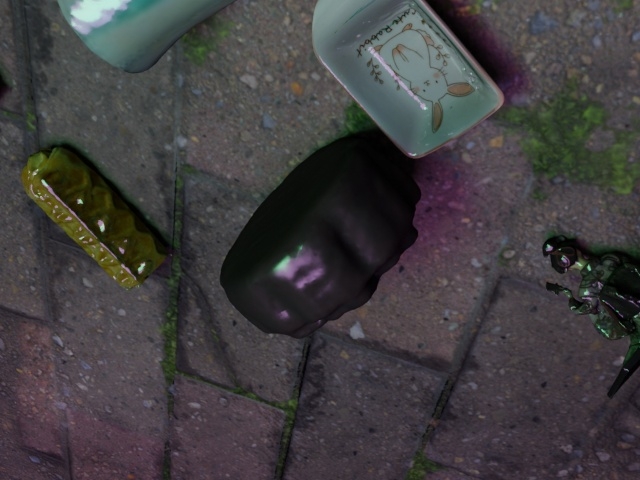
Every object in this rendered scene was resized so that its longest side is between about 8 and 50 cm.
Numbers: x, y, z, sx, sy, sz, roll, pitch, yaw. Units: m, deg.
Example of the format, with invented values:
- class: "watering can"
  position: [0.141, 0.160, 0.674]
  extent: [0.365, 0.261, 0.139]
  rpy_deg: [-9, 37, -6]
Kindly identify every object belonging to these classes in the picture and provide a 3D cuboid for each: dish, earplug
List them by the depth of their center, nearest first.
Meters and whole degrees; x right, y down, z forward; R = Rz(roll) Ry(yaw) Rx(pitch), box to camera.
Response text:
- class: "earplug"
  position: [-0.122, -0.335, 0.928]
  extent: [0.324, 0.185, 0.185]
  rpy_deg: [-19, 119, 26]
- class: "dish"
  position: [0.099, -0.223, 0.990]
  extent: [0.234, 0.064, 0.154]
  rpy_deg: [44, 131, -18]

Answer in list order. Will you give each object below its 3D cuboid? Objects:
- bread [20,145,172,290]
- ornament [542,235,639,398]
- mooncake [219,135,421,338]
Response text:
- class: "bread"
  position: [-0.362, -0.038, 1.323]
  extent: [0.098, 0.087, 0.269]
  rpy_deg: [-24, 117, 37]
- class: "ornament"
  position: [0.376, 0.071, 1.110]
  extent: [0.196, 0.166, 0.153]
  rpy_deg: [43, 170, 22]
- class: "mooncake"
  position: [0.000, 0.000, 1.077]
  extent: [0.141, 0.283, 0.283]
  rpy_deg: [44, 131, -17]
